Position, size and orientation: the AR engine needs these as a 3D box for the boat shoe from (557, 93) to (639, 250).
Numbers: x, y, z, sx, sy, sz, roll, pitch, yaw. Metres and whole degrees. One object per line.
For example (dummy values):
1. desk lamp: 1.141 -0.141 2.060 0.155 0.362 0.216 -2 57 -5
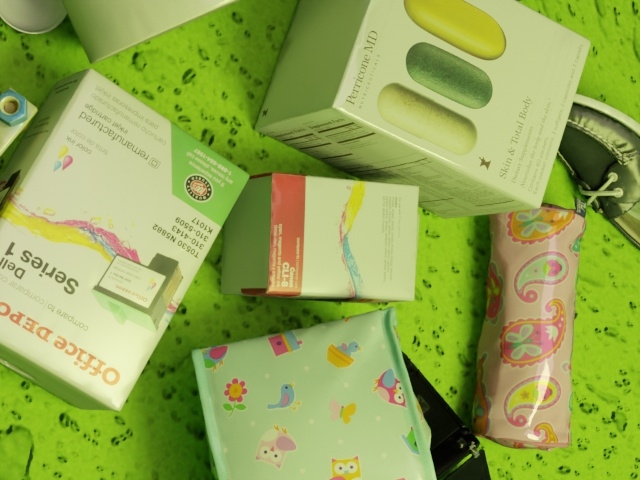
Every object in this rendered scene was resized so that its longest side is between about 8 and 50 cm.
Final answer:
1. boat shoe: 0.364 -0.062 1.884 0.302 0.114 0.091 34 67 -20

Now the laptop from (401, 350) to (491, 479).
1. laptop: 0.057 0.283 1.767 0.234 0.136 0.264 -35 77 -24

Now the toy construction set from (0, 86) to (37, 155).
1. toy construction set: -0.402 -0.014 1.462 0.215 0.151 0.328 13 65 -4

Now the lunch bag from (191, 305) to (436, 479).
1. lunch bag: 0.003 0.223 1.604 0.223 0.160 0.262 -13 74 -2

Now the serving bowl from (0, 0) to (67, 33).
1. serving bowl: -0.295 -0.248 1.612 0.083 0.027 0.083 2 86 -26

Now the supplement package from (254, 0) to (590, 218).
1. supplement package: 0.108 -0.166 1.713 0.262 0.198 0.199 24 78 -23

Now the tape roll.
1. tape roll: -0.149 -0.298 1.568 0.246 0.246 0.169 -28 100 -25

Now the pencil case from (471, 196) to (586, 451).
1. pencil case: 0.239 0.094 1.810 0.124 0.124 0.284 9 82 -26

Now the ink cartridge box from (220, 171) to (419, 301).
1. ink cartridge box: 0.000 0.000 1.689 0.176 0.128 0.127 4 86 -26

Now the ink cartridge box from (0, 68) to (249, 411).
1. ink cartridge box: -0.231 0.004 1.580 0.201 0.117 0.278 34 74 -21
